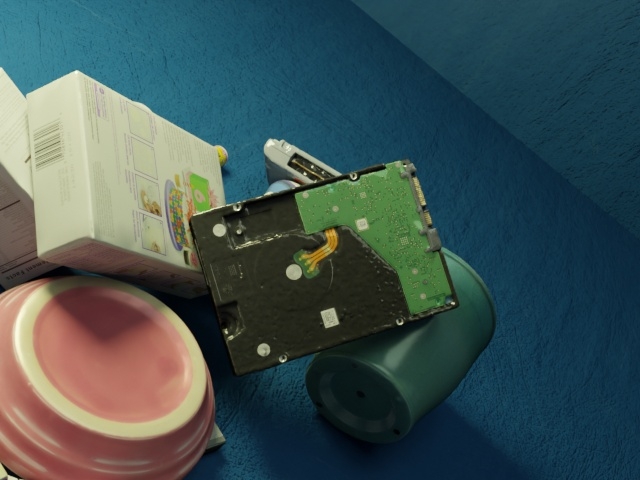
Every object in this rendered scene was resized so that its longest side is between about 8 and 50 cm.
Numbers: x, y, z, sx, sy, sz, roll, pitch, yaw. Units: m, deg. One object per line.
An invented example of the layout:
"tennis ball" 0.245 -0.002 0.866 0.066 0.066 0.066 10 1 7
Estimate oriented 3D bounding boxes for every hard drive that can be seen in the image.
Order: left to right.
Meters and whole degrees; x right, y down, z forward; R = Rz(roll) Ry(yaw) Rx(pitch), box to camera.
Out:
"hard drive" 0.006 0.034 1.186 0.339 0.064 0.236 -17 85 -13

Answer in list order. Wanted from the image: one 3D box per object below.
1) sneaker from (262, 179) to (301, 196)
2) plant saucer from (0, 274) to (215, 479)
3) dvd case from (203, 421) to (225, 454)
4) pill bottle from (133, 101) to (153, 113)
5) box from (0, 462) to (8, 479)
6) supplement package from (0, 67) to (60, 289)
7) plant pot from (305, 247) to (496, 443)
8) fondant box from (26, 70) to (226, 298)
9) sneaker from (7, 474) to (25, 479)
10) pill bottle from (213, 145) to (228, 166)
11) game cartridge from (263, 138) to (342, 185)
"sneaker" -0.132 -0.023 1.435 0.236 0.130 0.322 24 39 -29
"plant saucer" -0.273 0.163 1.042 0.332 0.084 0.332 26 33 -18
"dvd case" -0.255 0.201 1.119 0.179 0.029 0.238 -6 53 -49
"pill bottle" -0.387 -0.151 1.320 0.153 0.153 0.265 48 32 15
"box" -0.455 0.200 0.780 0.214 0.117 0.243 -25 68 -37
"supplement package" -0.426 -0.079 1.113 0.244 0.139 0.133 58 22 -27
"plant pot" 0.113 0.175 1.330 0.272 0.271 0.255 39 45 0
"fondant box" -0.256 -0.062 1.176 0.330 0.096 0.238 25 51 -59
"sneaker" -0.366 0.276 0.883 0.158 0.061 0.064 27 40 -18
"pill bottle" -0.218 -0.155 1.602 0.043 0.043 0.083 43 32 7
"game cartridge" 0.020 -0.083 1.623 0.294 0.060 0.196 31 -9 7
